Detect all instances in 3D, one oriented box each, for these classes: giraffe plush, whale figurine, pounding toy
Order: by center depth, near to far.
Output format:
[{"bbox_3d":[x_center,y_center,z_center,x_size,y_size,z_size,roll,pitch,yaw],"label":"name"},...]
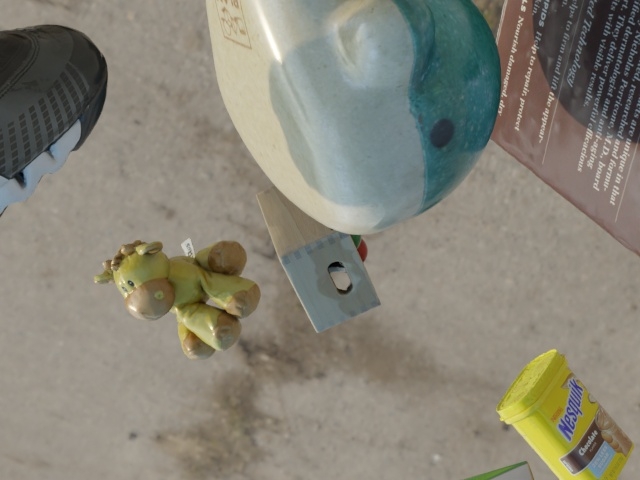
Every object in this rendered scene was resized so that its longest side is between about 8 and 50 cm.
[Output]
[{"bbox_3d":[0.014,-0.140,0.679,0.216,0.141,0.272,33,145,59],"label":"whale figurine"},{"bbox_3d":[0.002,0.003,1.456,0.094,0.206,0.181,-24,129,2],"label":"pounding toy"},{"bbox_3d":[-0.215,0.060,1.758,0.170,0.181,0.210,14,-153,-47],"label":"giraffe plush"}]

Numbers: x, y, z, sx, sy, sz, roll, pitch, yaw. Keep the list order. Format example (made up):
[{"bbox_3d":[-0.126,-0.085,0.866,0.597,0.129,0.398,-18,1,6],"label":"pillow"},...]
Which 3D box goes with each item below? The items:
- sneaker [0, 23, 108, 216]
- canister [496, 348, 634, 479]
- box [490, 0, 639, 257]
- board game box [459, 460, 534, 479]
[{"bbox_3d":[-0.180,-0.044,0.440,0.078,0.234,0.106,42,146,35],"label":"sneaker"},{"bbox_3d":[0.328,0.247,1.643,0.170,0.126,0.073,49,137,-4],"label":"canister"},{"bbox_3d":[0.232,-0.106,0.768,0.168,0.203,0.167,-8,123,-28],"label":"box"},{"bbox_3d":[0.181,0.318,1.307,0.124,0.259,0.039,-18,108,6],"label":"board game box"}]
